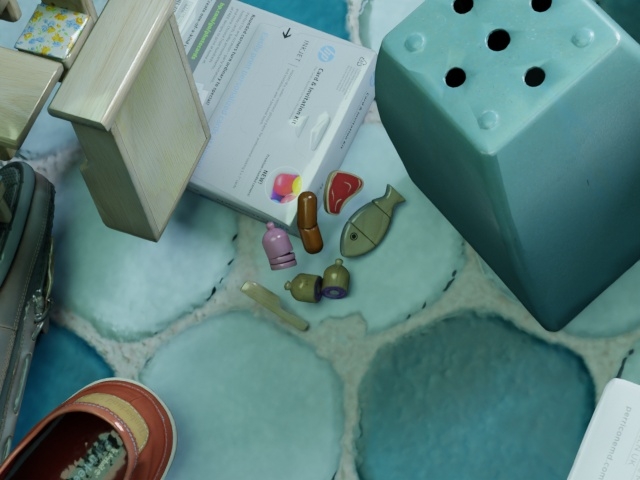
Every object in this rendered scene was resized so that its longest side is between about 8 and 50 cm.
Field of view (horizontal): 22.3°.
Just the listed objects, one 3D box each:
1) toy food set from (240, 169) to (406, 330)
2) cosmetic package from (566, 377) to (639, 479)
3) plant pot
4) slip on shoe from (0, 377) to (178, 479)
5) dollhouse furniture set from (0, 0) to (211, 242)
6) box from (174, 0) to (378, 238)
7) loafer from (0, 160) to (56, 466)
[{"bbox_3d":[0.000,0.000,1.150,0.078,0.019,0.122,34,87,-12],"label":"toy food set"},{"bbox_3d":[0.320,0.228,0.883,0.385,0.217,0.156,19,79,21],"label":"cosmetic package"},{"bbox_3d":[0.136,-0.082,1.036,0.165,0.234,0.166,-41,64,2],"label":"plant pot"},{"bbox_3d":[-0.223,0.233,1.112,0.123,0.101,0.331,38,90,9],"label":"slip on shoe"},{"bbox_3d":[-0.217,-0.110,1.136,0.242,0.161,0.212,16,64,16],"label":"dollhouse furniture set"},{"bbox_3d":[-0.063,-0.102,1.218,0.186,0.038,0.145,22,81,25],"label":"box"},{"bbox_3d":[-0.245,0.076,1.209,0.096,0.084,0.268,-4,63,50],"label":"loafer"}]
